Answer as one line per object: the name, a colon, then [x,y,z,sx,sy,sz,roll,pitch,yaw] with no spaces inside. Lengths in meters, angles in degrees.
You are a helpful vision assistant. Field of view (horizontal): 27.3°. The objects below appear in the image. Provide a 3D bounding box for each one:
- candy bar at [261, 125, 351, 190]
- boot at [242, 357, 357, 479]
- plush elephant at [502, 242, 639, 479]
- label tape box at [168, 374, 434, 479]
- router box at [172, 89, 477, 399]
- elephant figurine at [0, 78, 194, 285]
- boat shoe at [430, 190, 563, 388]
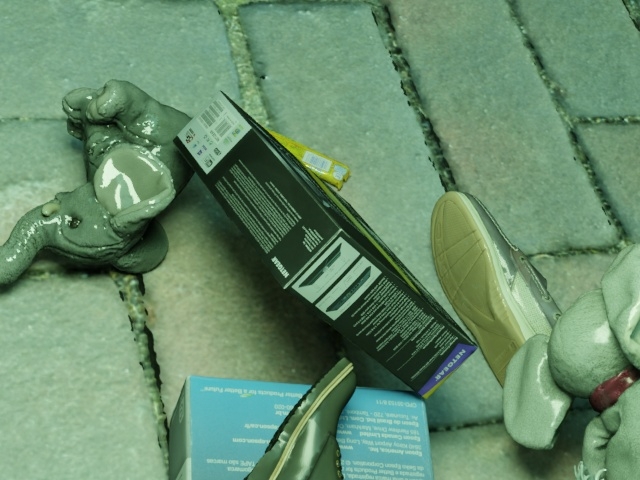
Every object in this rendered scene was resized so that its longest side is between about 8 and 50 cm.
candy bar: [-0.038,-0.108,1.623,0.161,0.018,0.040,25,53,-1]
boot: [0.012,0.220,1.212,0.137,0.077,0.198,35,65,1]
plush elephant: [0.332,0.156,1.340,0.330,0.272,0.255,2,62,-34]
label tape box: [-0.015,0.310,1.248,0.249,0.115,0.347,6,56,-16]
router box: [0.000,0.000,1.357,0.243,0.081,0.309,40,7,-39]
elephant figurine: [-0.226,-0.039,1.433,0.169,0.186,0.239,43,44,-47]
boat shoe: [0.220,0.067,1.535,0.092,0.103,0.285,-10,61,-33]
